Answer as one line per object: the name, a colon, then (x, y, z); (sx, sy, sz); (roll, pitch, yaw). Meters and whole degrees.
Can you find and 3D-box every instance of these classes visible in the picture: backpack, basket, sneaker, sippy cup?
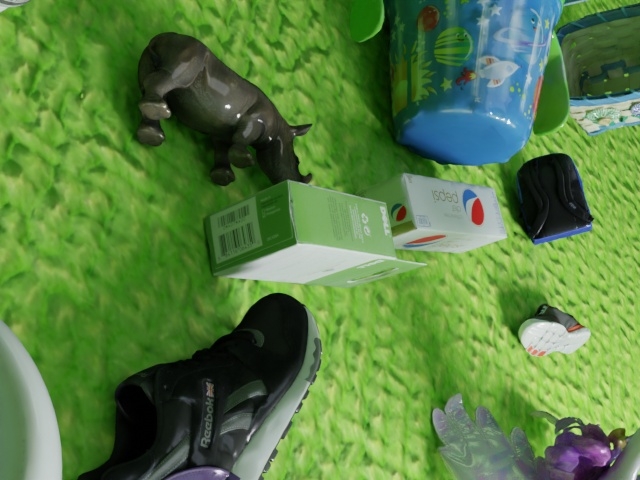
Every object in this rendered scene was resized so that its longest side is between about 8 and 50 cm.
backpack: (0.333, -0.061, 1.459); (0.101, 0.098, 0.120); (40, 36, -78)
basket: (0.495, -0.316, 1.660); (0.289, 0.255, 0.201); (51, 40, -41)
sneaker: (-0.092, 0.124, 0.807); (0.124, 0.107, 0.283); (45, 42, -20)
sneaker: (0.310, 0.119, 1.384); (0.158, 0.061, 0.065); (15, 34, -49)
sippy cup: (0.182, -0.221, 1.252); (0.240, 0.305, 0.224); (99, -1, -71)

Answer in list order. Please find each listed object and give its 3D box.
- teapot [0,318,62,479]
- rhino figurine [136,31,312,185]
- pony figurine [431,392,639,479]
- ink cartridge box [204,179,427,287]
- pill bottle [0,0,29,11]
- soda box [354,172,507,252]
teapot: (-0.259, 0.144, 0.521); (0.256, 0.187, 0.252); (-23, 71, -29)
rhino figurine: (-0.083, -0.113, 0.962); (0.243, 0.073, 0.106); (30, 53, -43)
pony figurine: (0.325, 0.300, 1.107); (0.303, 0.363, 0.351); (10, 49, -42)
ink cartridge box: (0.000, 0.000, 0.980); (0.209, 0.109, 0.062); (9, 66, -50)
pill bottle: (-0.233, -0.227, 0.769); (0.078, 0.137, 0.078); (26, 54, -43)
soda box: (0.137, -0.029, 1.201); (0.216, 0.074, 0.069); (5, 69, -52)
